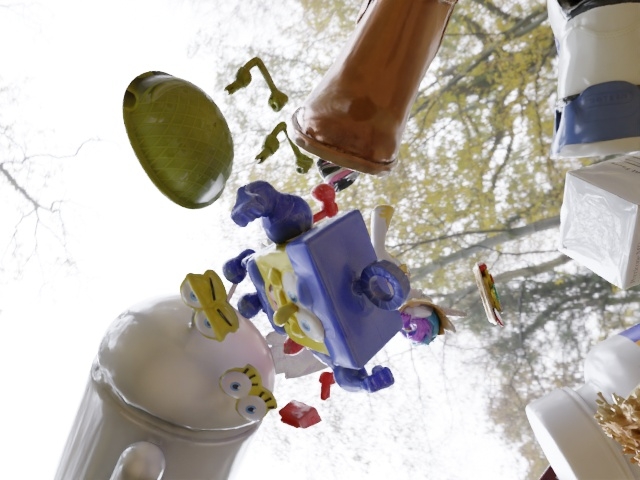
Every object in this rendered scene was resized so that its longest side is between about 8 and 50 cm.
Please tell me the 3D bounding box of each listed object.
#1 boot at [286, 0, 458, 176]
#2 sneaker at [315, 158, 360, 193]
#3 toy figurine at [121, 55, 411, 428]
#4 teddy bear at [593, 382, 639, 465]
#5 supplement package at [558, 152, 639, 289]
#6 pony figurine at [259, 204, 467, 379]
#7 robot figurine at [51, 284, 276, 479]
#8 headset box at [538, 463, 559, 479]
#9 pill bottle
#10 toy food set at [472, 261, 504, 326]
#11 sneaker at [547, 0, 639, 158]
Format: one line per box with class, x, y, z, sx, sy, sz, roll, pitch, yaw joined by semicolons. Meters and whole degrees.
boot;0.073;-0.189;0.519;0.109;0.220;0.283;28;-149;7
sneaker;0.069;-0.162;1.076;0.178;0.072;0.077;-30;-108;-21
toy figurine;0.000;0.000;0.499;0.191;0.217;0.363;-28;-75;-32
teddy bear;0.207;0.154;0.192;0.245;0.338;0.113;9;-70;-8
supplement package;0.632;-0.057;1.120;0.292;0.175;0.178;-16;-59;-16
pony figurine;0.047;0.067;1.090;0.350;0.363;0.303;-3;-59;-14
robot figurine;-0.175;0.207;0.675;0.199;0.300;0.354;22;-74;-6
headset box;0.344;0.283;0.696;0.293;0.110;0.218;-56;-34;4
pill bottle;0.317;0.126;0.474;0.272;0.152;0.152;-27;-84;3
toy food set;0.210;0.066;0.734;0.083;0.020;0.083;-93;-20;-46
sneaker;0.283;-0.176;0.542;0.315;0.127;0.182;-22;-69;-60
